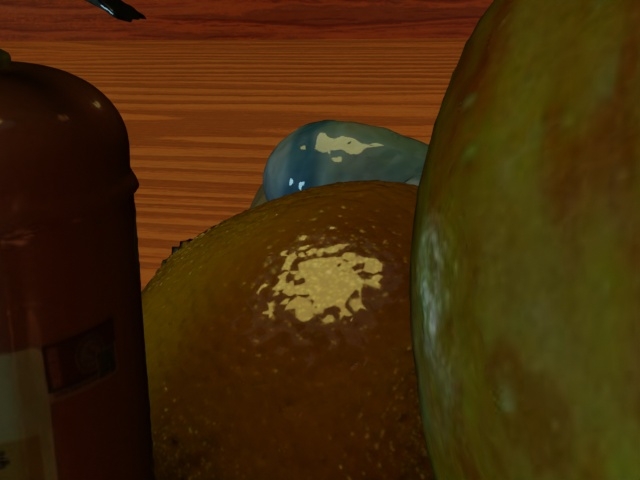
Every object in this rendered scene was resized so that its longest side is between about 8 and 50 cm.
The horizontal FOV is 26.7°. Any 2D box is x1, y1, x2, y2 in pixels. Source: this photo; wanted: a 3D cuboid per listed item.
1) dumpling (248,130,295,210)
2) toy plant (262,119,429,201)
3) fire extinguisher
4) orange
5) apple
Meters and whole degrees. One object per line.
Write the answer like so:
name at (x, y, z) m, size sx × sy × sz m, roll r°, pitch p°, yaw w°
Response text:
dumpling at (0.000, 0.000, 1.073) m, size 0.132 × 0.162 × 0.250 m, roll 29°, pitch 13°, yaw -29°
toy plant at (0.090, 0.013, 0.847) m, size 0.332 × 0.247 × 0.247 m, roll -16°, pitch 20°, yaw -22°
fire extinguisher at (-0.143, 0.055, 0.452) m, size 0.200 × 0.375 × 0.113 m, roll 2°, pitch 16°, yaw 11°
orange at (0.008, 0.081, 0.624) m, size 0.236 × 0.236 × 0.236 m, roll -3°, pitch 16°, yaw 1°
apple at (0.226, 0.015, 0.433) m, size 0.401 × 0.333 × 0.400 m, roll 3°, pitch -22°, yaw 1°
